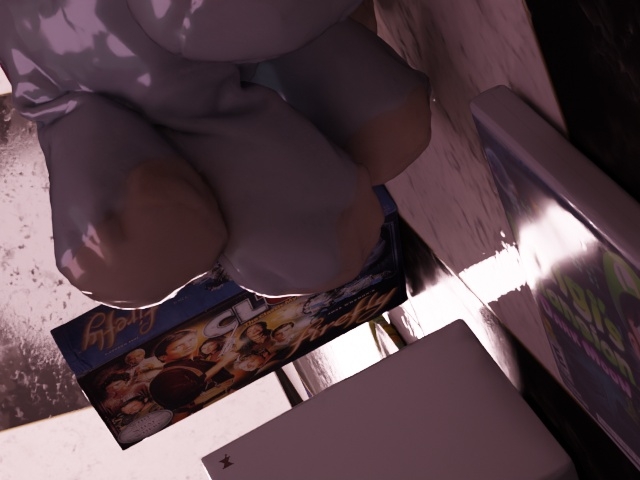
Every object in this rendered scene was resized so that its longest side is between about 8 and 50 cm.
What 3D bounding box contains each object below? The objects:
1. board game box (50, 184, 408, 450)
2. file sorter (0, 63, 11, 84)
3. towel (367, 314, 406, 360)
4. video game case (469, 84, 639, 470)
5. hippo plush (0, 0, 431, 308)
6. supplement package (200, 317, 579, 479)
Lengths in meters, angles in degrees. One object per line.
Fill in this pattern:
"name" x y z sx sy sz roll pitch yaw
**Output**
"board game box" -0.056 0.052 1.194 0.042 0.243 0.165 59 173 24
"file sorter" -0.208 -0.277 1.240 0.182 0.202 0.290 54 170 44
"towel" 0.100 0.157 1.384 0.237 0.021 0.102 54 170 50
"video game case" 0.130 0.044 0.692 0.190 0.022 0.173 53 168 55
"hippo plush" -0.047 -0.140 0.785 0.294 0.234 0.236 54 145 24
"supplement package" 0.064 0.200 1.073 0.149 0.194 0.203 54 170 48
